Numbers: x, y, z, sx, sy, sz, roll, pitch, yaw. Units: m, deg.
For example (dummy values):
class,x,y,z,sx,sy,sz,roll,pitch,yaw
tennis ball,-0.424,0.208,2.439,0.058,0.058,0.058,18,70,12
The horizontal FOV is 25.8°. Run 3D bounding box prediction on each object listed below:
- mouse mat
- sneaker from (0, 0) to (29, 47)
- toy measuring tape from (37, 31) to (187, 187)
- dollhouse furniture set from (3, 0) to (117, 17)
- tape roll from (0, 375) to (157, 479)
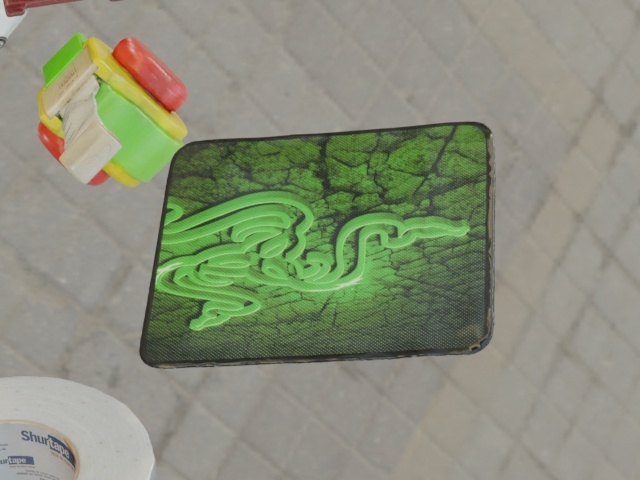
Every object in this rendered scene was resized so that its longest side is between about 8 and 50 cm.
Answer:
class,x,y,z,sx,sy,sz,roll,pitch,yaw
mouse mat,0.000,0.000,0.757,0.007,0.189,0.153,68,21,-53
sneaker,-0.443,-0.352,1.570,0.146,0.122,0.330,-34,88,5
toy measuring tape,-0.147,-0.079,1.037,0.121,0.330,0.121,-4,110,-12
dollhouse furniture set,-0.349,-0.292,1.192,0.374,0.201,0.152,-14,69,-19
tape roll,-0.221,0.188,0.972,0.219,0.219,0.072,-29,131,-35
